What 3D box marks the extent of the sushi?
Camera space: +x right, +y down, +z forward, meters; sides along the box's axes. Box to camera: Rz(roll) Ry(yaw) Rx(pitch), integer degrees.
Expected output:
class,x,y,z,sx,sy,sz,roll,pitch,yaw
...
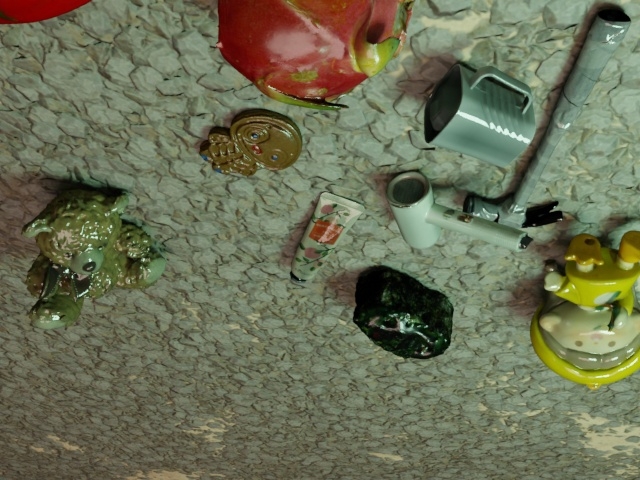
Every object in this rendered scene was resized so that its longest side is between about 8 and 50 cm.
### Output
class,x,y,z,sx,sy,sz,roll,pitch,yaw
sushi,0.161,0.153,1.442,0.225,0.127,0.124,29,139,-31

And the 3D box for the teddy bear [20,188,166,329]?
class,x,y,z,sx,sy,sz,roll,pitch,yaw
teddy bear,-0.423,0.014,1.334,0.267,0.156,0.256,-25,155,-25

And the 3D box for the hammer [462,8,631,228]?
class,x,y,z,sx,sy,sz,roll,pitch,yaw
hammer,0.324,-0.150,1.058,0.152,0.044,0.427,7,145,0

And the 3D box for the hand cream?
class,x,y,z,sx,sy,sz,roll,pitch,yaw
hand cream,0.000,0.000,1.332,0.080,0.050,0.234,19,137,-10

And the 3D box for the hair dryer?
class,x,y,z,sx,sy,sz,roll,pitch,yaw
hair dryer,0.223,-0.026,1.166,0.236,0.073,0.131,17,153,31

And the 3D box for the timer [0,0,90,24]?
class,x,y,z,sx,sy,sz,roll,pitch,yaw
timer,-0.302,-0.388,0.635,0.378,0.279,0.378,5,142,4

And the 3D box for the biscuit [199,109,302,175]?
class,x,y,z,sx,sy,sz,roll,pitch,yaw
biscuit,-0.108,-0.145,1.157,0.175,0.026,0.124,-16,138,30

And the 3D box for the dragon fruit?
class,x,y,z,sx,sy,sz,roll,pitch,yaw
dragon fruit,-0.007,-0.258,0.835,0.227,0.224,0.224,9,145,-6

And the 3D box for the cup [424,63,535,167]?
class,x,y,z,sx,sy,sz,roll,pitch,yaw
cup,0.220,-0.176,0.997,0.130,0.095,0.128,17,142,-18

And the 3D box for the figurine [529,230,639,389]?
class,x,y,z,sx,sy,sz,roll,pitch,yaw
figurine,0.488,0.118,1.294,0.215,0.187,0.343,9,140,14
